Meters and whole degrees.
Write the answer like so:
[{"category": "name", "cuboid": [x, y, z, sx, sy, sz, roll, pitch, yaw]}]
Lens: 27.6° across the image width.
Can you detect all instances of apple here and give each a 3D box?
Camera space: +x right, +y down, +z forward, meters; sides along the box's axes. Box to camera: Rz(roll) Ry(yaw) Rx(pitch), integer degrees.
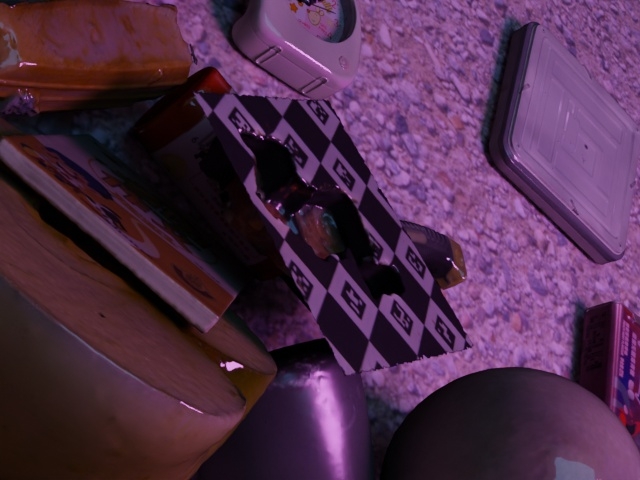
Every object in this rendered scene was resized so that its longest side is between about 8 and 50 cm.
[{"category": "apple", "cuboid": [-0.201, 0.024, 0.962, 0.360, 0.320, 0.311, 39, 52, 3]}]

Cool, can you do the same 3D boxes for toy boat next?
[{"category": "toy boat", "cuboid": [-0.220, -0.157, 1.147, 0.310, 0.115, 0.089, -19, 90, -60]}]

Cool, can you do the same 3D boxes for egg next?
[{"category": "egg", "cuboid": [0.184, 0.251, 1.253, 0.352, 0.258, 0.258, 81, 4, -69]}]

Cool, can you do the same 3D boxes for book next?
[{"category": "book", "cuboid": [-0.151, -0.017, 1.082, 0.208, 0.020, 0.295, 40, 5, -2]}]

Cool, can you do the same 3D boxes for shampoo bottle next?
[{"category": "shampoo bottle", "cuboid": [-0.060, -0.035, 1.291, 0.278, 0.104, 0.104, 51, 43, -16]}]

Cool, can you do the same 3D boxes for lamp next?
[{"category": "lamp", "cuboid": [0.346, -0.135, 1.807, 0.269, 0.047, 0.266, 39, 49, -27]}]

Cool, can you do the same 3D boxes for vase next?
[{"category": "vase", "cuboid": [-0.011, 0.261, 1.171, 0.173, 0.173, 0.321, -16, 90, -49]}]

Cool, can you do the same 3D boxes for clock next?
[{"category": "clock", "cuboid": [-0.021, -0.266, 1.476, 0.151, 0.062, 0.191, 30, 51, -33]}]

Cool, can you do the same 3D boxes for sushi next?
[{"category": "sushi", "cuboid": [0.000, 0.000, 1.206, 0.294, 0.059, 0.292, 61, 24, 12]}]

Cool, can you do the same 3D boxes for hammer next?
[{"category": "hammer", "cuboid": [0.076, 0.002, 1.465, 0.226, 0.041, 0.159, 13, 65, -42]}]

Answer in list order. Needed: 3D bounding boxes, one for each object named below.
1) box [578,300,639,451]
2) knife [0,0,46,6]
[{"category": "box", "cuboid": [0.384, 0.201, 1.671, 0.120, 0.069, 0.224, 34, 50, -32]}, {"category": "knife", "cuboid": [-0.302, -0.213, 1.177, 0.365, 0.043, 0.089, 7, 100, -47]}]
